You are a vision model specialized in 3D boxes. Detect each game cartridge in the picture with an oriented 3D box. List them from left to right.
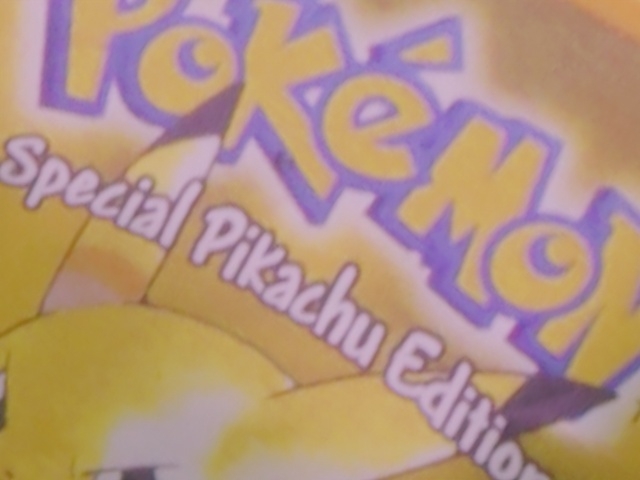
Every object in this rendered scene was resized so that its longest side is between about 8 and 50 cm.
[{"bbox_3d":[0.000,0.000,0.359,0.285,0.053,0.323,32,104,9],"label":"game cartridge"}]
